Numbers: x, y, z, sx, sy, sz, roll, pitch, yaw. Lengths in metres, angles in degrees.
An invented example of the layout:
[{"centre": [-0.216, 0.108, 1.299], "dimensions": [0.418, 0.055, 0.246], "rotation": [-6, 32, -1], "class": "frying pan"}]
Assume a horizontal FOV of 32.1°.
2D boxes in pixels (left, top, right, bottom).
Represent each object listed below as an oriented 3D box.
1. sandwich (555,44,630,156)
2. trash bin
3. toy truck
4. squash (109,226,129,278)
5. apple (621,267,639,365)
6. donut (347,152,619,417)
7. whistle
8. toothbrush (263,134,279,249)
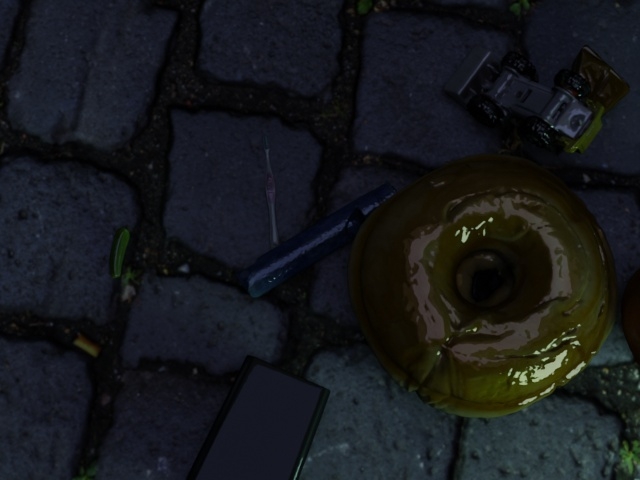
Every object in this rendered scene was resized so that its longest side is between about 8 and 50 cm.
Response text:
[{"centre": [0.442, -0.244, 1.950], "dimensions": [0.163, 0.079, 0.113], "rotation": [-42, 83, -9], "class": "sandwich"}, {"centre": [-0.096, 0.318, 1.776], "dimensions": [0.165, 0.115, 0.226], "rotation": [23, 76, 1], "class": "trash bin"}, {"centre": [0.348, -0.235, 1.897], "dimensions": [0.286, 0.111, 0.136], "rotation": [33, 83, 41], "class": "toy truck"}, {"centre": [-0.340, 0.021, 1.869], "dimensions": [0.027, 0.027, 0.089], "rotation": [13, 81, -1], "class": "squash"}, {"centre": [0.598, 0.128, 1.788], "dimensions": [0.253, 0.253, 0.254], "rotation": [1, 78, -3], "class": "apple"}, {"centre": [0.266, 0.066, 1.811], "dimensions": [0.448, 0.198, 0.449], "rotation": [1, 76, -3], "class": "donut"}, {"centre": [0.000, 0.000, 1.877], "dimensions": [0.304, 0.062, 0.062], "rotation": [-31, 81, -9], "class": "whistle"}, {"centre": [-0.085, -0.083, 1.912], "dimensions": [0.017, 0.022, 0.204], "rotation": [-4, 81, -2], "class": "toothbrush"}]
